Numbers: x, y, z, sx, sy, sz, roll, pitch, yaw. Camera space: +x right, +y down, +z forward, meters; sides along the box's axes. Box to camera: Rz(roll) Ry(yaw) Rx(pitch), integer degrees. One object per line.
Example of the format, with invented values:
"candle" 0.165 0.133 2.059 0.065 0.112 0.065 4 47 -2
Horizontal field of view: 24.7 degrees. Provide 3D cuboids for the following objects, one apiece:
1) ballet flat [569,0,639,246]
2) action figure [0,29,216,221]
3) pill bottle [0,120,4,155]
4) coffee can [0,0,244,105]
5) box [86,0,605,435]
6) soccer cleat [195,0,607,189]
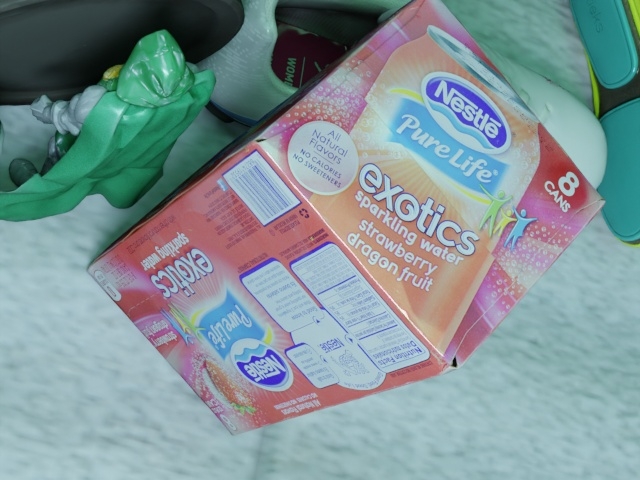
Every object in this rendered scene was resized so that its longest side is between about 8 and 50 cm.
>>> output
"ballet flat" 0.248 -0.107 1.121 0.077 0.077 0.230 4 73 -41
"action figure" -0.121 -0.066 0.846 0.137 0.232 0.063 -21 86 -28
"pill bottle" -0.313 -0.054 0.812 0.246 0.130 0.130 22 69 -18
"coffee can" -0.174 -0.243 0.885 0.202 0.201 0.275 -9 80 -26
"box" 0.000 0.000 0.846 0.142 0.300 0.154 -43 96 -27
"soccer cleat" 0.076 -0.094 0.995 0.331 0.143 0.116 13 72 -22
